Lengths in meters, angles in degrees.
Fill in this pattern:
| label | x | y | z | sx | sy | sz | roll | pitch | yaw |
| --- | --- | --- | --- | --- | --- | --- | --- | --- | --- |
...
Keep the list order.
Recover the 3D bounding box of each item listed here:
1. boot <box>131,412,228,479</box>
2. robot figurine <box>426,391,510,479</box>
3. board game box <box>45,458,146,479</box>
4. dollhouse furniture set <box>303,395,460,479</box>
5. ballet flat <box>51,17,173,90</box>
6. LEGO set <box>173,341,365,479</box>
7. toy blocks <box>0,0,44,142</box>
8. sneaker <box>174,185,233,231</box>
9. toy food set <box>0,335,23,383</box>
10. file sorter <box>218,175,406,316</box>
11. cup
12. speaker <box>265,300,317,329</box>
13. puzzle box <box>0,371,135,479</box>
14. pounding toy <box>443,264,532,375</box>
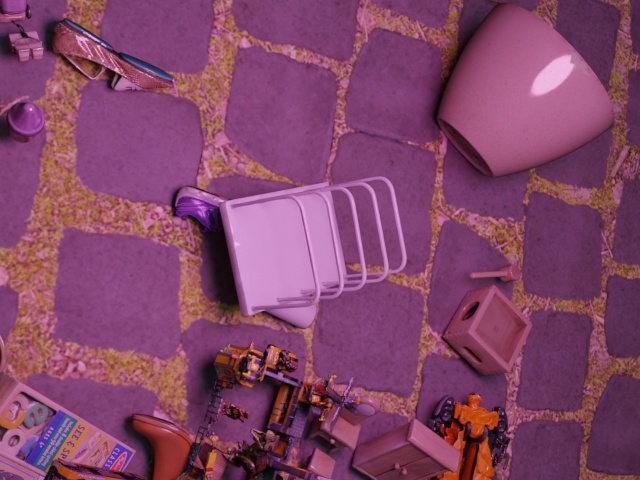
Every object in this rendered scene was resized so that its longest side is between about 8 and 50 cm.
| label | x | y | z | sx | sy | sz | roll | pitch | yaw |
| --- | --- | --- | --- | --- | --- | --- | --- | --- | --- |
| boot | -0.257 | 0.384 | 1.324 | 0.197 | 0.073 | 0.152 | 36 | 74 | -20 |
| robot figurine | 0.272 | 0.445 | 1.602 | 0.211 | 0.085 | 0.291 | 17 | 79 | -27 |
| board game box | -0.352 | 0.414 | 1.210 | 0.170 | 0.048 | 0.141 | 32 | 76 | -50 |
| dollhouse furniture set | 0.100 | 0.490 | 1.364 | 0.303 | 0.174 | 0.355 | 38 | 43 | -16 |
| ballet flat | -0.345 | -0.288 | 1.327 | 0.206 | 0.073 | 0.067 | 27 | 102 | -22 |
| LEGO set | -0.073 | 0.333 | 1.304 | 0.255 | 0.192 | 0.331 | 38 | 67 | -35 |
| toy blocks | -0.512 | -0.275 | 1.089 | 0.309 | 0.260 | 0.289 | -15 | 82 | -29 |
| sneaker | -0.174 | -0.041 | 1.409 | 0.170 | 0.068 | 0.071 | 19 | 93 | -18 |
| toy food set | -0.535 | 0.180 | 1.199 | 0.132 | 0.038 | 0.192 | -36 | 104 | -26 |
| file sorter | 0.000 | 0.000 | 1.379 | 0.277 | 0.173 | 0.193 | -16 | 96 | -51 |
| cup | 0.372 | -0.264 | 1.600 | 0.237 | 0.331 | 0.331 | -43 | 109 | 3 |
| speaker | -0.076 | 0.109 | 1.447 | 0.136 | 0.055 | 0.055 | 28 | 74 | -25 |
| puzzle box | -0.470 | 0.425 | 1.152 | 0.409 | 0.052 | 0.272 | -59 | 139 | -18 |
| pounding toy | 0.339 | 0.139 | 1.659 | 0.181 | 0.094 | 0.206 | 44 | 59 | -14 |
